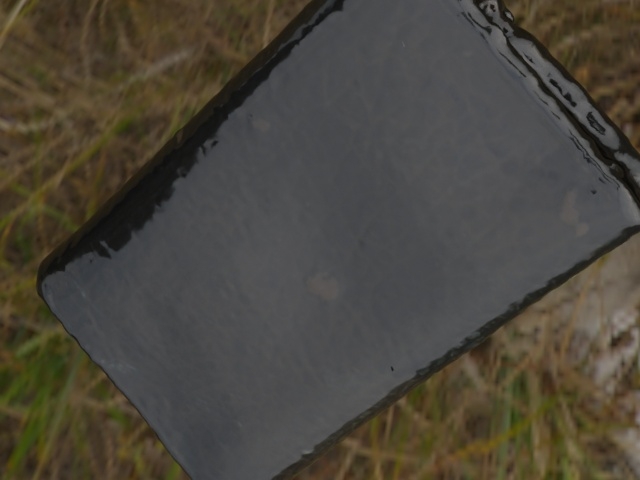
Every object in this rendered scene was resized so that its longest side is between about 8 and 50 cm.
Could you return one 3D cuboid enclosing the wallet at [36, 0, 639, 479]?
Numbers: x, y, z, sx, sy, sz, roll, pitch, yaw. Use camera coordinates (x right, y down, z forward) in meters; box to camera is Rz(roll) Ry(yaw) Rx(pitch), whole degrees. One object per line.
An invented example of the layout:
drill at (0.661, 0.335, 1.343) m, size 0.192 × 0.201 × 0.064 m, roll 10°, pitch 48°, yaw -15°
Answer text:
wallet at (0.000, 0.000, 0.948) m, size 0.170 × 0.044 × 0.321 m, roll 51°, pitch 128°, yaw 1°
